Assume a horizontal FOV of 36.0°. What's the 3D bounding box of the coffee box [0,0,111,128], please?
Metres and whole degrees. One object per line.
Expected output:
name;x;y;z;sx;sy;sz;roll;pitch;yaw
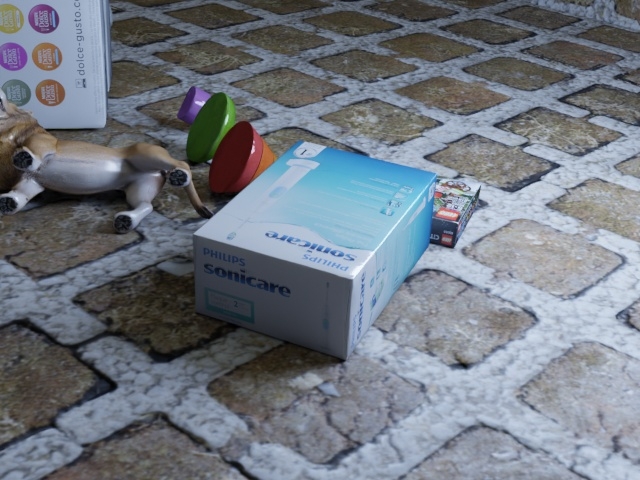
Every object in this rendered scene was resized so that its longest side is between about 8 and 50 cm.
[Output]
coffee box;-0.560;-0.415;1.787;0.335;0.337;0.338;-1;28;-9

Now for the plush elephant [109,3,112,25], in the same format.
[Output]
plush elephant;-0.663;-0.557;2.142;0.330;0.271;0.255;-11;0;36

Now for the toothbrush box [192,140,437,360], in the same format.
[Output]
toothbrush box;0.000;0.000;1.284;0.216;0.126;0.295;15;33;19

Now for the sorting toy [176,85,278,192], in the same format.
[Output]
sorting toy;-0.138;-0.161;1.659;0.126;0.127;0.365;24;13;-30

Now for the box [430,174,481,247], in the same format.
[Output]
box;0.119;-0.065;1.536;0.233;0.044;0.159;13;28;16

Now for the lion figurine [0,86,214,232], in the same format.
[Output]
lion figurine;-0.352;-0.113;1.493;0.392;0.142;0.240;15;18;-11
